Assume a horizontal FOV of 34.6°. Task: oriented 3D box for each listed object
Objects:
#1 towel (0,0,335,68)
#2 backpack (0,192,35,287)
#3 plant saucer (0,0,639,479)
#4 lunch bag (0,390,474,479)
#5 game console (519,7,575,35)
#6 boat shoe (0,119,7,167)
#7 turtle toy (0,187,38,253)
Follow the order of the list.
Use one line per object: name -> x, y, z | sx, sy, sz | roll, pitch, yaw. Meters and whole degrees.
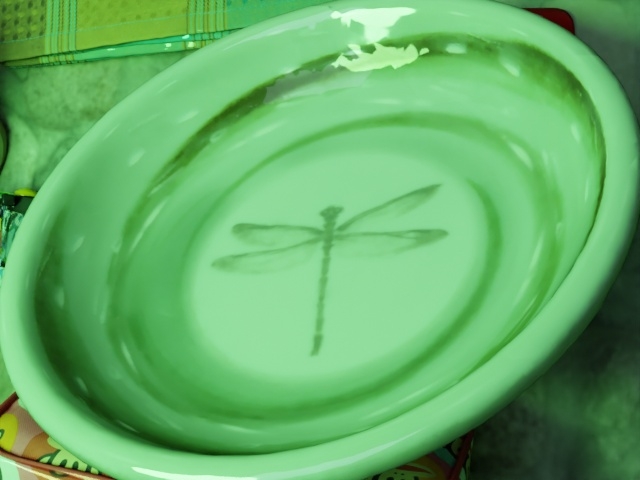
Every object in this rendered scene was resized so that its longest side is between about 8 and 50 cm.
towel -> -0.121, -0.291, 0.884 | 0.370, 0.040, 0.271 | -2, 81, 25
backpack -> -0.210, 0.025, 0.840 | 0.084, 0.105, 0.114 | 11, 93, 26
plant saucer -> 0.000, 0.000, 0.648 | 0.400, 0.100, 0.400 | -13, 43, 13
lunch bag -> -0.056, 0.157, 0.647 | 0.293, 0.258, 0.120 | 12, 107, 13
game console -> 0.118, -0.092, 0.763 | 0.124, 0.085, 0.144 | -14, 74, 53
boat shoe -> -0.400, 0.018, 0.901 | 0.121, 0.110, 0.341 | 21, 85, 15
turtle toy -> -0.286, -0.003, 0.870 | 0.066, 0.130, 0.095 | 8, 90, 56
